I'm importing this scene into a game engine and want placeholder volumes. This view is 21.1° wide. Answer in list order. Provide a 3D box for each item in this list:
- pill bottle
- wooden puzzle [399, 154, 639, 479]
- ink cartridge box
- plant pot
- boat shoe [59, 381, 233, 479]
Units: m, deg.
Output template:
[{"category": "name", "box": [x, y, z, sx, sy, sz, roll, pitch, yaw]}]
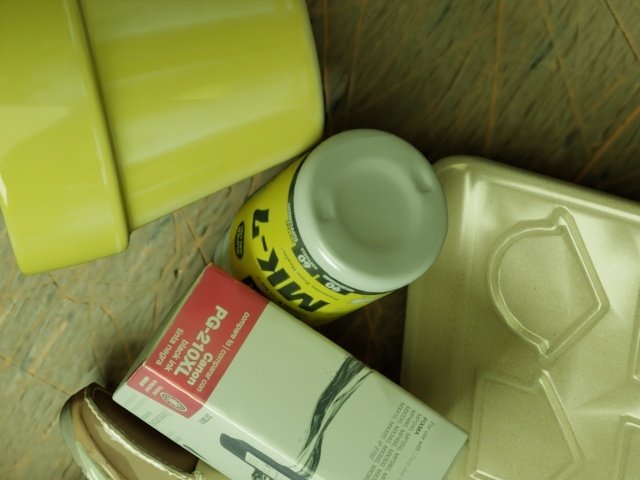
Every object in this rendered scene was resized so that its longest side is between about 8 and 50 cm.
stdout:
[{"category": "pill bottle", "box": [0.000, 0.000, 1.299, 0.119, 0.208, 0.119, 6, 73, -22]}, {"category": "wooden puzzle", "box": [0.238, 0.106, 1.349, 0.347, 0.080, 0.322, 15, 122, 20]}, {"category": "ink cartridge box", "box": [-0.027, 0.136, 1.326, 0.237, 0.172, 0.100, 34, 71, -4]}, {"category": "plant pot", "box": [-0.130, -0.121, 1.258, 0.239, 0.254, 0.254, -12, 111, -8]}, {"category": "boat shoe", "box": [-0.073, 0.212, 1.450, 0.324, 0.123, 0.116, 38, 102, -18]}]
